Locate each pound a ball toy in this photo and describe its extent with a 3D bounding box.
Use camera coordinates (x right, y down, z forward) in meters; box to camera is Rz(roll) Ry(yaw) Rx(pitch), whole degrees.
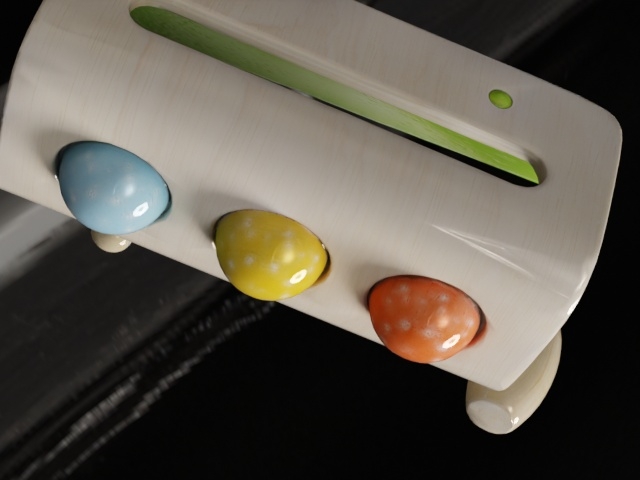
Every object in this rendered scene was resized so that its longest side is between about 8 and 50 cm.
[{"bbox_3d":[0.000,0.000,0.737,0.319,0.208,0.136,23,-126,-4],"label":"pound a ball toy"}]

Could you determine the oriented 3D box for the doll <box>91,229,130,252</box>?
[{"bbox_3d":[-0.147,-0.052,1.303,0.046,0.129,0.189,36,-137,3],"label":"doll"}]
